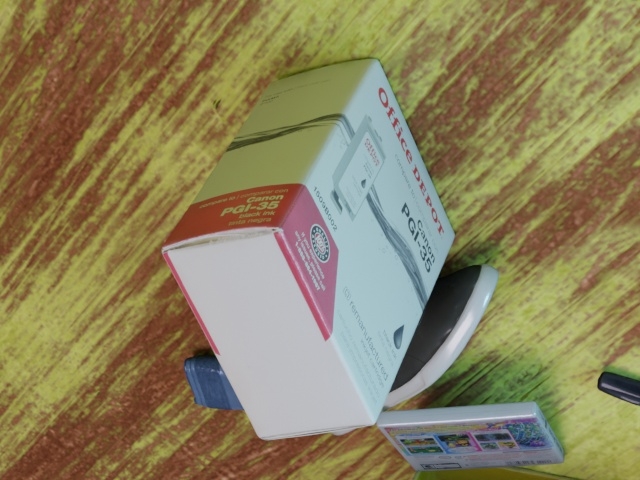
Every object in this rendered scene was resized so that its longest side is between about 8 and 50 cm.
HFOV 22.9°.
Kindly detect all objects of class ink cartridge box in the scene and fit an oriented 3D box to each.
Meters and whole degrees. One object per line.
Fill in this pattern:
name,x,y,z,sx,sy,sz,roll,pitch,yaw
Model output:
ink cartridge box,0.000,0.000,1.365,0.117,0.283,0.207,-11,120,28

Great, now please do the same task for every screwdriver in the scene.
screwdriver,0.344,0.161,1.503,0.170,0.024,0.025,20,161,2

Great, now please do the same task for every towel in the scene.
towel,-0.085,0.152,1.694,0.119,0.029,0.067,3,126,25

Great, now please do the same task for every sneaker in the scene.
sneaker,0.039,0.080,1.524,0.147,0.104,0.296,37,137,-11

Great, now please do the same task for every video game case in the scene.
video game case,0.150,0.195,1.561,0.157,0.019,0.143,-6,152,18

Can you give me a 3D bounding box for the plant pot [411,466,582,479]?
plant pot,0.179,0.368,1.603,0.212,0.212,0.187,8,125,20
